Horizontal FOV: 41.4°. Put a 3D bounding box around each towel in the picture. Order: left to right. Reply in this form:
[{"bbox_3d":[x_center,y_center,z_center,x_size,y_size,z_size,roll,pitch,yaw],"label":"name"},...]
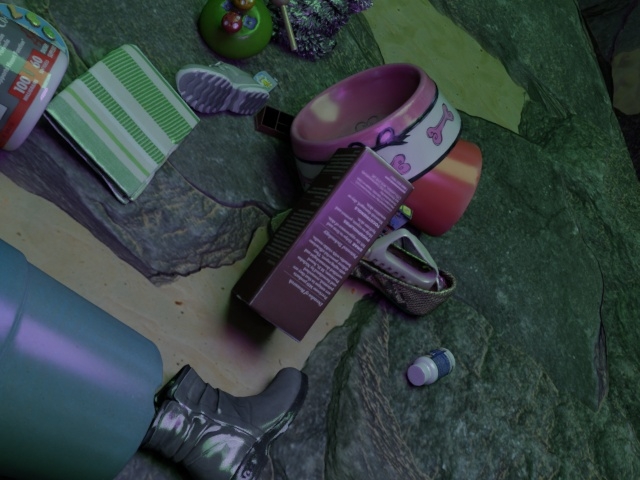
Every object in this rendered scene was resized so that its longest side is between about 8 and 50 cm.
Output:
[{"bbox_3d":[-0.399,-0.253,1.746,0.248,0.038,0.325,50,39,-19],"label":"towel"}]

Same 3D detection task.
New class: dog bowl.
[{"bbox_3d":[0.111,-0.261,1.954,0.150,0.408,0.408,61,33,-30],"label":"dog bowl"}]

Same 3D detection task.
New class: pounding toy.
[{"bbox_3d":[-0.176,-0.550,2.070,0.237,0.110,0.182,-8,80,-11],"label":"pounding toy"}]

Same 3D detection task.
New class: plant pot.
[{"bbox_3d":[-0.432,0.190,1.208,0.334,0.341,0.341,35,41,-32],"label":"plant pot"},{"bbox_3d":[0.238,-0.176,2.174,0.243,0.275,0.275,23,46,-16],"label":"plant pot"}]

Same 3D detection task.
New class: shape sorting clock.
[{"bbox_3d":[-0.601,-0.397,1.689,0.206,0.040,0.206,25,46,-29],"label":"shape sorting clock"}]

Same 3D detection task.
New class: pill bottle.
[{"bbox_3d":[-0.646,-0.328,1.463,0.363,0.210,0.210,30,44,-24],"label":"pill bottle"},{"bbox_3d":[0.254,0.295,1.959,0.120,0.067,0.067,-16,73,-49],"label":"pill bottle"}]

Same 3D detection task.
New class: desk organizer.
[{"bbox_3d":[-0.094,-0.283,2.077,0.130,0.050,0.047,16,51,-35],"label":"desk organizer"}]

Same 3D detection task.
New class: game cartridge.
[{"bbox_3d":[-0.146,-0.399,2.145,0.056,0.017,0.083,42,40,-5],"label":"game cartridge"}]

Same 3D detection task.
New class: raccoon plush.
[{"bbox_3d":[-0.009,-0.628,2.226,0.216,0.299,0.446,51,40,-1],"label":"raccoon plush"}]

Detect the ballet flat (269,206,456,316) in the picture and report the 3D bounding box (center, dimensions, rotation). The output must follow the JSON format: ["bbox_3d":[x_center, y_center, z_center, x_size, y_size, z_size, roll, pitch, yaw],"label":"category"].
[{"bbox_3d":[0.122,0.018,1.953,0.483,0.182,0.164,29,42,-24],"label":"ballet flat"}]

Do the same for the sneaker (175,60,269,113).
[{"bbox_3d":[-0.246,-0.363,1.969,0.115,0.105,0.281,52,23,23],"label":"sneaker"}]

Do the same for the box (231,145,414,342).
[{"bbox_3d":[0.000,0.000,1.685,0.143,0.191,0.381,40,85,-16],"label":"box"}]

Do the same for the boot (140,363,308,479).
[{"bbox_3d":[-0.167,0.293,1.530,0.223,0.118,0.338,41,36,-5],"label":"boot"}]

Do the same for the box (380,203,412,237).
[{"bbox_3d":[0.113,-0.096,2.085,0.207,0.114,0.036,37,42,-16],"label":"box"}]
